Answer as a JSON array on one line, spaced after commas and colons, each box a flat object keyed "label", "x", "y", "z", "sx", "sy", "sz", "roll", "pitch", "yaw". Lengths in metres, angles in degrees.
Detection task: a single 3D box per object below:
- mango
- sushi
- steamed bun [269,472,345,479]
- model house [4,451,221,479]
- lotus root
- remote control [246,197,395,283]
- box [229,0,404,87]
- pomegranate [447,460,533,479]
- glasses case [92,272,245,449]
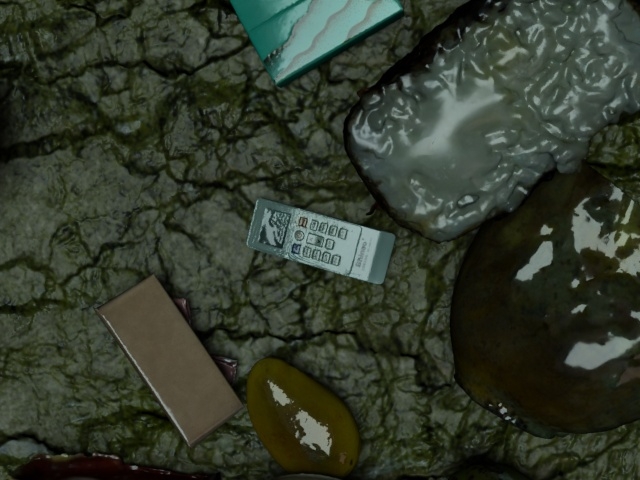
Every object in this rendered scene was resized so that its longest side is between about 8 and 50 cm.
[{"label": "mango", "x": -0.023, "y": 0.201, "z": 0.916, "sx": 0.103, "sy": 0.076, "sz": 0.161, "roll": -40, "pitch": 87, "yaw": 16}, {"label": "sushi", "x": 0.166, "y": -0.132, "z": 0.806, "sx": 0.343, "sy": 0.182, "sz": 0.196, "roll": -40, "pitch": 93, "yaw": 14}, {"label": "steamed bun", "x": -0.011, "y": 0.370, "z": 0.866, "sx": 0.232, "sy": 0.145, "sz": 0.231, "roll": 4, "pitch": 120, "yaw": 7}, {"label": "model house", "x": -0.257, "y": 0.355, "z": 0.923, "sx": 0.254, "sy": 0.160, "sz": 0.195, "roll": 6, "pitch": 97, "yaw": 9}, {"label": "lotus root", "x": 0.250, "y": 0.080, "z": 0.833, "sx": 0.267, "sy": 0.149, "sz": 0.260, "roll": 43, "pitch": 99, "yaw": 5}, {"label": "remote control", "x": 0.000, "y": 0.000, "z": 0.917, "sx": 0.162, "sy": 0.029, "sz": 0.061, "roll": 17, "pitch": 96, "yaw": 11}, {"label": "box", "x": -0.032, "y": -0.304, "z": 0.884, "sx": 0.161, "sy": 0.042, "sz": 0.226, "roll": -28, "pitch": 91, "yaw": 11}, {"label": "pomegranate", "x": 0.172, "y": 0.315, "z": 0.875, "sx": 0.163, "sy": 0.126, "sz": 0.138, "roll": -37, "pitch": 57, "yaw": 18}, {"label": "glasses case", "x": -0.164, "y": 0.131, "z": 0.942, "sx": 0.102, "sy": 0.070, "sz": 0.193, "roll": -35, "pitch": 88, "yaw": -18}]
